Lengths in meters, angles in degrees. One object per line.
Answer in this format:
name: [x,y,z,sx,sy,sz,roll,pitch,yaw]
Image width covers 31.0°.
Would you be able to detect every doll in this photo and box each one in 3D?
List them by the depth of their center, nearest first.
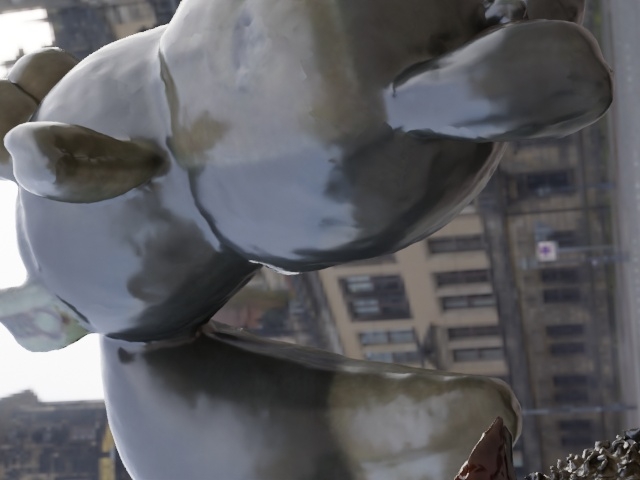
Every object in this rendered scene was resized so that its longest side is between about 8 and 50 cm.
doll: [0.011,-0.015,0.687,0.378,0.382,0.252,62,-152,-27]

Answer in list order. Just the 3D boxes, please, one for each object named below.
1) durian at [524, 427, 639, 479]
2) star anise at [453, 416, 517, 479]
durian: [0.153,0.173,0.634,0.091,0.188,0.148,36,-169,-29]
star anise: [0.041,0.199,0.445,0.288,0.088,0.288,-51,26,37]
